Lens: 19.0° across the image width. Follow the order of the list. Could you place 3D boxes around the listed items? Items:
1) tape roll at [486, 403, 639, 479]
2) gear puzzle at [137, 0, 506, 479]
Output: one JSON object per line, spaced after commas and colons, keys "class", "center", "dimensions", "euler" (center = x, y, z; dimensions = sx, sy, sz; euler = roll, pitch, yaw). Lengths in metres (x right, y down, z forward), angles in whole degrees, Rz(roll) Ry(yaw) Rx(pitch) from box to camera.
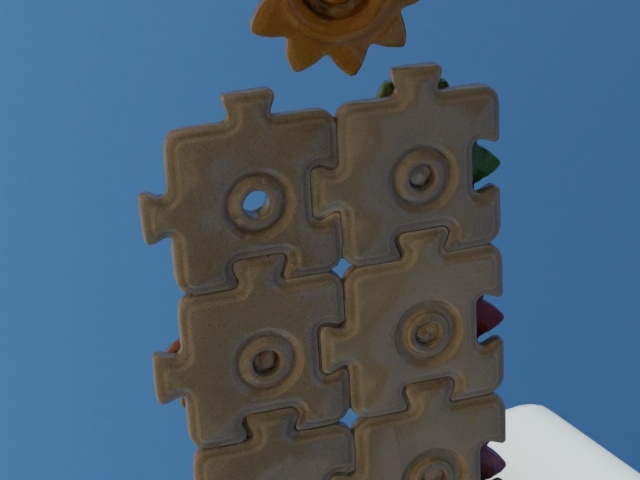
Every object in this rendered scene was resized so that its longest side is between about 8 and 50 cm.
{"class": "tape roll", "center": [0.093, 0.241, 1.155], "dimensions": [0.100, 0.286, 0.286], "euler": [36, -63, 27]}
{"class": "gear puzzle", "center": [0.000, 0.000, 0.891], "dimensions": [0.044, 0.175, 0.339], "euler": [-131, -146, -62]}
